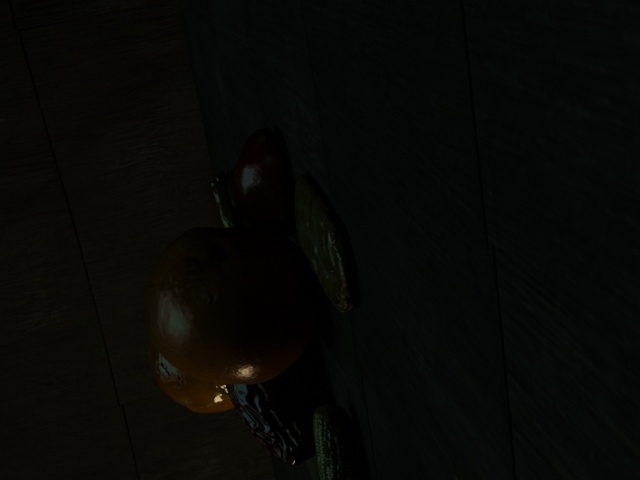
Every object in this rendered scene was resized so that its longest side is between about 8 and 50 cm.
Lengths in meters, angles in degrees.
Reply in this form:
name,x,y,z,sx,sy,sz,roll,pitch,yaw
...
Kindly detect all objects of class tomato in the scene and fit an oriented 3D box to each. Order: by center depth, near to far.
name,x,y,z,sx,sy,sz,roll,pitch,yaw
tomato,-0.094,-0.092,1.444,0.166,0.082,0.174,-113,11,-49

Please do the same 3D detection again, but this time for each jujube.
name,x,y,z,sx,sy,sz,roll,pitch,yaw
jujube,-0.063,0.249,1.522,0.168,0.168,0.236,91,154,-57

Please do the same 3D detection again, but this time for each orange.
name,x,y,z,sx,sy,sz,roll,pitch,yaw
orange,-0.133,0.094,1.382,0.261,0.261,0.261,167,90,-81
orange,-0.194,0.195,1.704,0.246,0.246,0.246,167,90,-81

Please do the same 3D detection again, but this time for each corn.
name,x,y,z,sx,sy,sz,roll,pitch,yaw
corn,0.031,0.332,1.317,0.072,0.072,0.203,-153,51,-78

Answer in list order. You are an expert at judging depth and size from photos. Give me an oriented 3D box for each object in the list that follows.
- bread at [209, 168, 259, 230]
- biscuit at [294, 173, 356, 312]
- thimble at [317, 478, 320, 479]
name,x,y,z,sx,sy,sz,roll,pitch,yaw
bread,-0.139,-0.017,1.791,0.210,0.099,0.235,118,133,-79
biscuit,0.000,0.000,1.164,0.247,0.029,0.118,-121,21,-62
thimble,-0.010,0.488,1.591,0.151,0.127,0.118,-157,56,-78
